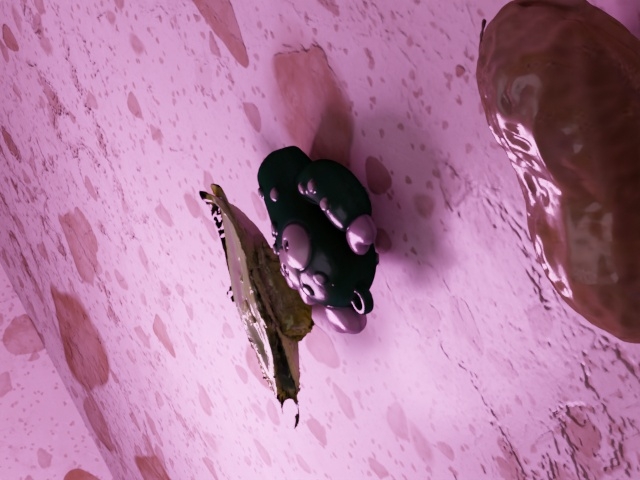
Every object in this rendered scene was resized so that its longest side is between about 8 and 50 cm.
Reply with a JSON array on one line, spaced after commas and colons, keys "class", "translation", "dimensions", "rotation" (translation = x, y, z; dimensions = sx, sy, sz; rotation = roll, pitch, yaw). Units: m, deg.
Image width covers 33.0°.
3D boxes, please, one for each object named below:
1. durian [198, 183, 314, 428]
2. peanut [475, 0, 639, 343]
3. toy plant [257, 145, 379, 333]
[{"class": "durian", "translation": [-0.071, 0.087, 1.544], "dimensions": [0.132, 0.106, 0.375], "rotation": [-14, 99, 60]}, {"class": "peanut", "translation": [0.227, -0.053, 0.885], "dimensions": [0.149, 0.149, 0.313], "rotation": [9, 122, 58]}, {"class": "toy plant", "translation": [0.001, -0.002, 1.342], "dimensions": [0.243, 0.112, 0.233], "rotation": [41, 143, 49]}]
